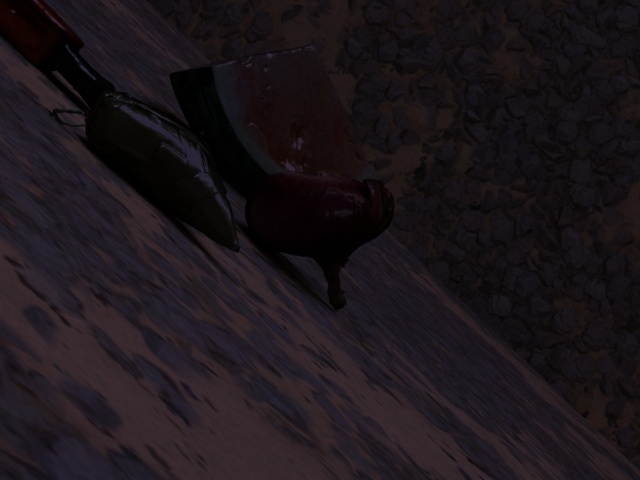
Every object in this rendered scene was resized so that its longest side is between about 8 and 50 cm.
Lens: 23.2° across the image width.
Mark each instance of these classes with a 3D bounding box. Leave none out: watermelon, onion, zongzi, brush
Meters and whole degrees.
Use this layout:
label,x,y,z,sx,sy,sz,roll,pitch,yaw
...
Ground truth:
label,x,y,z,sx,sy,sz,roll,pitch,yaw
watermelon,-0.056,-0.136,1.833,0.256,0.176,0.260,-105,171,-66
onion,0.000,0.000,1.521,0.150,0.140,0.150,-1,2,0
zongzi,-0.132,-0.058,1.205,0.154,0.062,0.130,29,25,-45
brush,-0.299,-0.238,1.381,0.323,0.051,0.070,43,7,4
